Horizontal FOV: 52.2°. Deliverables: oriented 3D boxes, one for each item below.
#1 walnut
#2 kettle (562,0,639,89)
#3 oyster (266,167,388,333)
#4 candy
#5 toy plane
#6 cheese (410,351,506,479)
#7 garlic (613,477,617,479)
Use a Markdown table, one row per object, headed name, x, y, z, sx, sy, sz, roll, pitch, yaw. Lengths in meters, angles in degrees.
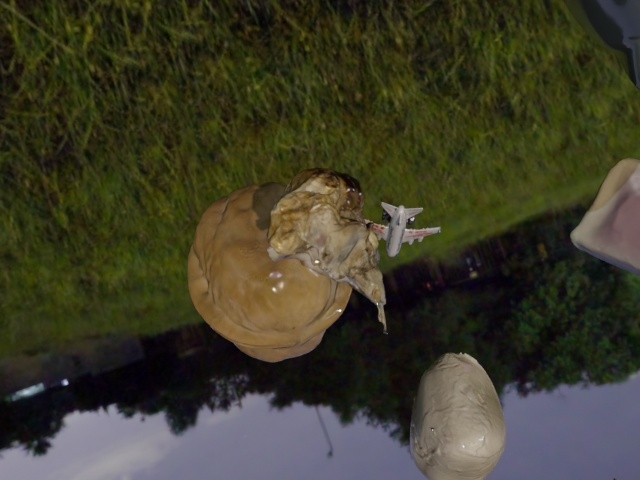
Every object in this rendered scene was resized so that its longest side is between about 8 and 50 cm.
| name | x | y | z | sx | sy | sz | roll | pitch | yaw |
| --- | --- | --- | --- | --- | --- | --- | --- | --- | --- |
| walnut | -0.105 | 0.064 | 1.393 | 0.381 | 0.381 | 0.381 | -19 | 177 | -1 |
| kettle | 0.189 | -0.229 | 0.331 | 0.165 | 0.241 | 0.255 | 12 | 176 | 35 |
| oyster | 0.010 | 0.002 | 0.665 | 0.161 | 0.107 | 0.233 | 22 | 168 | 20 |
| candy | 0.528 | 0.012 | 0.893 | 0.358 | 0.145 | 0.208 | 15 | -165 | -40 |
| toy plane | 0.149 | -0.021 | 1.278 | 0.162 | 0.066 | 0.171 | 8 | 156 | 3 |
| cheese | 0.229 | 0.313 | 1.095 | 0.154 | 0.189 | 0.198 | 13 | -143 | -5 |
| garlic | 0.763 | 0.646 | 1.437 | 0.266 | 0.149 | 0.128 | 14 | 170 | 26 |
